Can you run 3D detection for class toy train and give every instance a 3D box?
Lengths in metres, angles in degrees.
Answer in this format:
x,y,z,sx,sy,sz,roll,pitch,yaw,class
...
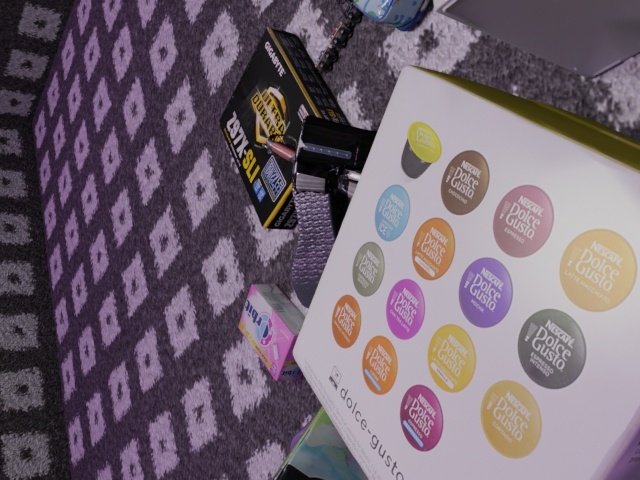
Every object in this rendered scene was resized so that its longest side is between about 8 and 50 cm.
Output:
x,y,z,sx,sy,sz,roll,pitch,yaw,class
0.034,-0.375,1.140,0.158,0.027,0.036,-54,44,35,toy train

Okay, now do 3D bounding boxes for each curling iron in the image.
x,y,z,sx,sy,sz,roll,pitch,yaw,class
0.018,-0.114,1.043,0.274,0.068,0.035,30,120,20,curling iron

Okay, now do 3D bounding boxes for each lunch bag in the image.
x,y,z,sx,sy,sz,roll,pitch,yaw,class
0.108,-0.456,0.997,0.219,0.090,0.176,56,131,39,lunch bag

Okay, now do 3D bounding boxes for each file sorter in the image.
x,y,z,sx,sy,sz,roll,pitch,yaw,class
0.264,-0.315,0.630,0.193,0.277,0.173,-28,64,48,file sorter

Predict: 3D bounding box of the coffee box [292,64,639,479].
x,y,z,sx,sy,sz,roll,pitch,yaw,class
0.229,0.075,0.572,0.337,0.338,0.334,48,123,50,coffee box

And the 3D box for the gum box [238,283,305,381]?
x,y,z,sx,sy,sz,roll,pitch,yaw,class
-0.090,0.174,1.231,0.188,0.062,0.107,44,121,45,gum box

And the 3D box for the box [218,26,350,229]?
x,y,z,sx,sy,sz,roll,pitch,yaw,class
-0.081,-0.221,1.239,0.257,0.079,0.322,-54,48,38,box

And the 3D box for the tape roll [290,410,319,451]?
x,y,z,sx,sy,sz,roll,pitch,yaw,class
0.050,0.343,0.951,0.189,0.080,0.189,23,130,29,tape roll

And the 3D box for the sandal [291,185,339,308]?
x,y,z,sx,sy,sz,roll,pitch,yaw,class
0.001,0.000,1.124,0.097,0.054,0.254,4,101,20,sandal

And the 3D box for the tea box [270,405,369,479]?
x,y,z,sx,sy,sz,roll,pitch,yaw,class
0.069,0.378,0.693,0.329,0.323,0.220,33,117,7,tea box

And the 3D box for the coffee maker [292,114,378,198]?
x,y,z,sx,sy,sz,roll,pitch,yaw,class
0.059,-0.138,0.962,0.120,0.178,0.171,77,-151,-72,coffee maker

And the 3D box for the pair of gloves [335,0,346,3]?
x,y,z,sx,sy,sz,roll,pitch,yaw,class
0.043,-0.426,0.998,0.074,0.010,0.083,-34,57,47,pair of gloves
